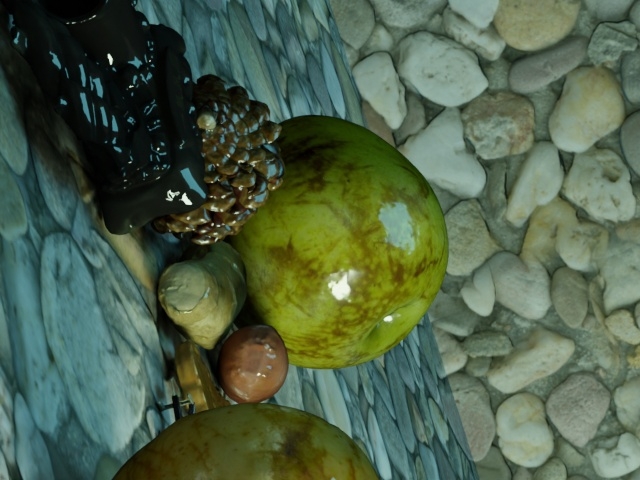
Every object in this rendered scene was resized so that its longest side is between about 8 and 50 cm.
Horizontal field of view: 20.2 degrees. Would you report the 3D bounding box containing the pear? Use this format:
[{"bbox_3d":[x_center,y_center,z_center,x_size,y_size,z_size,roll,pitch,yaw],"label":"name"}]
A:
[{"bbox_3d":[0.000,0.000,1.921,0.283,0.283,0.283,-18,90,-80],"label":"pear"}]

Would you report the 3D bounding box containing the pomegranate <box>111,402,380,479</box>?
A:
[{"bbox_3d":[-0.056,0.228,1.291,0.248,0.248,0.248,-18,90,-80],"label":"pomegranate"}]

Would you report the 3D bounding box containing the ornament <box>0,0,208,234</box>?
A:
[{"bbox_3d":[-0.209,-0.161,1.559,0.260,0.106,0.251,48,23,-53],"label":"ornament"}]

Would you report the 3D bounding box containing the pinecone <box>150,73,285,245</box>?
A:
[{"bbox_3d":[-0.113,-0.071,1.726,0.173,0.173,0.173,-18,90,-80],"label":"pinecone"}]

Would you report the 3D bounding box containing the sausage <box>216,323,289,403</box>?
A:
[{"bbox_3d":[-0.066,0.123,1.766,0.194,0.077,0.077,112,-39,-82],"label":"sausage"}]

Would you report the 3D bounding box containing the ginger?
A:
[{"bbox_3d":[-0.114,0.048,1.744,0.095,0.069,0.190,50,16,-11],"label":"ginger"}]

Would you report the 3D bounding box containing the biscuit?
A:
[{"bbox_3d":[-0.088,0.213,1.682,0.162,0.035,0.250,-35,104,-80],"label":"biscuit"}]

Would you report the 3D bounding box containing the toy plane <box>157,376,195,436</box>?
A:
[{"bbox_3d":[-0.123,0.175,1.588,0.049,0.031,0.121,63,15,-62],"label":"toy plane"}]
